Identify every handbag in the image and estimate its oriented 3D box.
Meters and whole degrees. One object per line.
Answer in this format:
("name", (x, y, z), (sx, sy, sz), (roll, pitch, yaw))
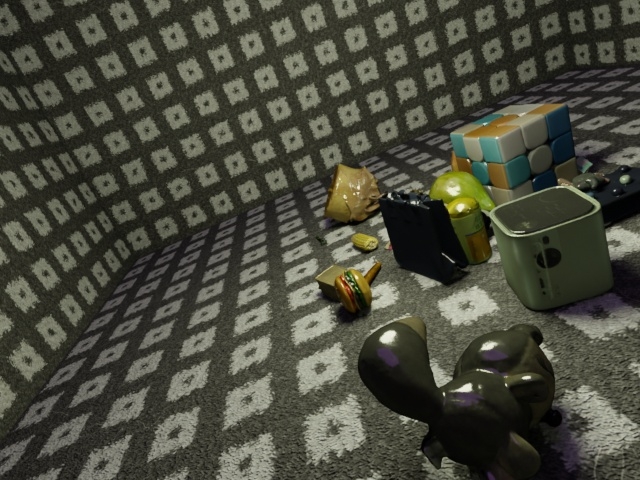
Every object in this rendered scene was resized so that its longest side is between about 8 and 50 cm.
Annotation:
("handbag", (0.364, -0.033, 1.529), (0.121, 0.330, 0.303), (-30, 22, -17))
("handbag", (1.003, -0.172, 1.502), (0.325, 0.119, 0.269), (-22, 20, -1))

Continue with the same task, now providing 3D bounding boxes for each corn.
("corn", (0.204, 0.005, 1.977), (0.085, 0.063, 0.165), (-37, 21, -9))

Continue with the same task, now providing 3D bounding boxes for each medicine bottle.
("medicine bottle", (0.529, -0.041, 1.505), (0.124, 0.239, 0.124), (-20, 24, 10))

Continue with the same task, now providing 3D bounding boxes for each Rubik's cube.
("Rubik's cube", (1.097, -0.307, 1.783), (0.084, 0.075, 0.073), (-26, -24, -5))
("Rubik's cube", (0.825, -0.360, 1.813), (0.346, 0.347, 0.344), (-27, 22, -6))

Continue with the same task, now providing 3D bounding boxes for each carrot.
("carrot", (0.204, 0.139, 1.697), (0.042, 0.042, 0.170), (-7, 23, 37))

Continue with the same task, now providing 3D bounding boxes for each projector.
("projector", (0.659, 0.015, 1.217), (0.248, 0.249, 0.248), (-19, 21, 12))

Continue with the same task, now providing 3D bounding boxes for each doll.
("doll", (0.309, 0.261, 0.873), (0.252, 0.378, 0.382), (-52, -12, 34))

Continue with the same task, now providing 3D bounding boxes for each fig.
("fig", (0.623, -0.191, 1.820), (0.314, 0.233, 0.233), (-1, 30, 34))

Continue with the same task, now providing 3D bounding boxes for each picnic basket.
("picnic basket", (0.068, 0.170, 1.703), (0.115, 0.080, 0.164), (-33, 23, -24))

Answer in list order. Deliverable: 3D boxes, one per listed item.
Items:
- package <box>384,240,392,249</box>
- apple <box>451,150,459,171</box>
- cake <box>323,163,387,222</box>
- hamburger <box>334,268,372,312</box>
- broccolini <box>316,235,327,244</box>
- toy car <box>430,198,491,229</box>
("package", (0.327, 0.011, 1.886), (0.059, 0.029, 0.083), (8, 47, 42))
("apple", (0.785, -0.405, 2.109), (0.242, 0.242, 0.241), (-29, 9, -13))
("cake", (0.205, -0.241, 2.343), (0.320, 0.333, 0.332), (15, 24, -3))
("hamburger", (0.118, 0.181, 1.524), (0.115, 0.162, 0.162), (-26, 21, -4))
("broccolini", (0.000, 0.000, 2.270), (0.035, 0.030, 0.140), (-63, 21, 0))
("toy car", (0.520, -0.090, 1.663), (0.300, 0.118, 0.193), (5, -7, -5))
